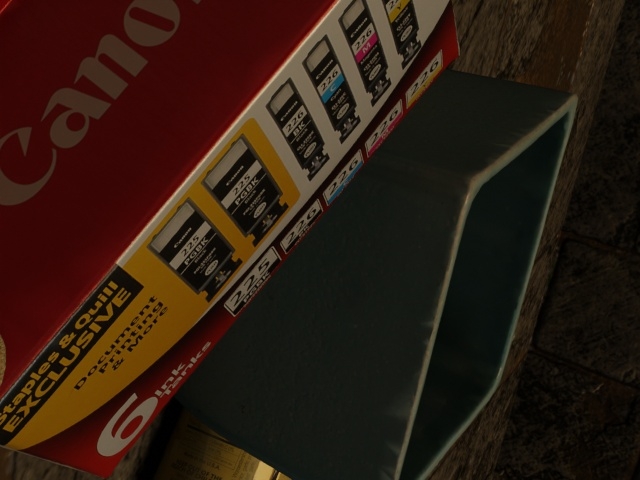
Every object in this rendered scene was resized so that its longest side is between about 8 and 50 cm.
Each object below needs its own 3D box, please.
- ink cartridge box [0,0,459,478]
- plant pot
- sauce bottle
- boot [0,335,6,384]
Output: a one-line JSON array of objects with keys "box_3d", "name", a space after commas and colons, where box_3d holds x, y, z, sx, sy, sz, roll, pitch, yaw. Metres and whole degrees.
[{"box_3d": [-0.084, -0.055, 0.704, 0.309, 0.130, 0.272, -51, 165, -5], "name": "ink cartridge box"}, {"box_3d": [0.000, 0.000, 1.028, 0.248, 0.252, 0.247, -37, 144, -60], "name": "plant pot"}, {"box_3d": [-0.038, 0.097, 1.251, 0.344, 0.111, 0.111, -66, 162, -9], "name": "sauce bottle"}, {"box_3d": [-0.247, 0.096, 0.487, 0.095, 0.203, 0.262, 90, 26, -46], "name": "boot"}]
